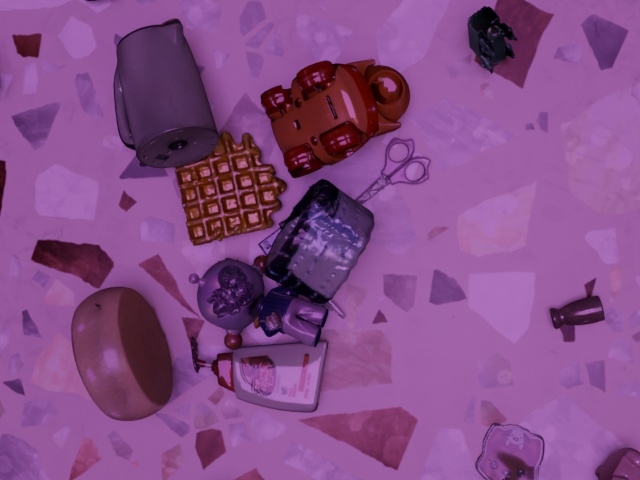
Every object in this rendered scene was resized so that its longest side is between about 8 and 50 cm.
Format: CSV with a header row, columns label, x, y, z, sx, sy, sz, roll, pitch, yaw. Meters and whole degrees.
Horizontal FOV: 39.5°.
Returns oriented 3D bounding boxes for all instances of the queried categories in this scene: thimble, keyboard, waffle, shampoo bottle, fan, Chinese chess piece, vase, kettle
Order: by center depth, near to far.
label,x,y,z,sx,sy,sz,roll,pitch,yaw
thimble,0.000,0.000,1.733,0.150,0.237,0.237,31,94,-11
Chinese chess piece,-0.388,0.222,1.762,0.102,0.273,0.273,-19,90,8
kettle,-0.333,-0.280,1.788,0.240,0.165,0.255,-30,70,34
vase,0.517,0.147,1.800,0.100,0.053,0.053,-15,90,8
shampoo bottle,-0.134,0.264,1.841,0.284,0.071,0.153,8,85,3
fan,0.382,0.488,1.841,0.132,0.009,0.220,14,91,6
waffle,-0.182,-0.120,1.843,0.219,0.057,0.229,-11,90,4
keyboard,-0.044,-0.023,1.856,0.176,0.014,0.055,-37,89,4

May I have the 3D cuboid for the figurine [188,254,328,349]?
label,x,y,z,sx,sy,sz,roll,pitch,yaw
figurine,-0.128,0.140,1.801,0.274,0.133,0.194,41,83,12

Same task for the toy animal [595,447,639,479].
label,x,y,z,sx,sy,sz,roll,pitch,yaw
toy animal,0.655,0.511,1.772,0.212,0.124,0.124,42,94,-4

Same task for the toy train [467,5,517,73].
label,x,y,z,sx,sy,sz,roll,pitch,yaw
toy train,0.329,-0.395,1.744,0.070,0.172,0.099,-37,77,4

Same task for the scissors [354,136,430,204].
label,x,y,z,sx,sy,sz,roll,pitch,yaw
scissors,0.126,-0.120,1.838,0.212,0.021,0.110,-39,86,3

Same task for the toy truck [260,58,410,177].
label,x,y,z,sx,sy,sz,roll,pitch,yaw
toy truck,0.040,-0.256,1.777,0.264,0.239,0.189,-22,89,45

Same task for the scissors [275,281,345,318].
label,x,y,z,sx,sy,sz,roll,pitch,yaw
scissors,-0.016,0.102,1.853,0.176,0.022,0.085,42,102,3
